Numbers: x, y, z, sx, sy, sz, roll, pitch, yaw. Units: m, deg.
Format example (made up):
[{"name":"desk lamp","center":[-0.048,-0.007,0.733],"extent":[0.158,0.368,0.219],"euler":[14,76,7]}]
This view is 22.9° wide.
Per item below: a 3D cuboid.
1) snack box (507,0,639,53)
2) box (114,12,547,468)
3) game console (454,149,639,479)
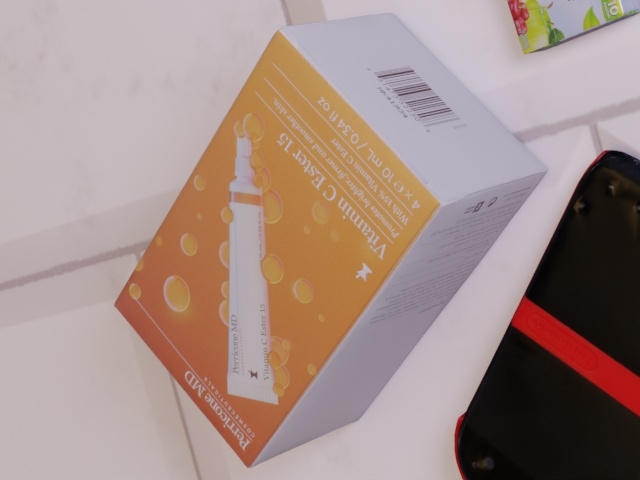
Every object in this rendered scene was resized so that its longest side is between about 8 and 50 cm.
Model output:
[{"name":"snack box","center":[0.192,-0.235,1.282],"extent":[0.100,0.037,0.141],"euler":[-19,89,39]},{"name":"box","center":[0.000,0.000,1.410],"extent":[0.215,0.168,0.345],"euler":[48,126,20]},{"name":"game console","center":[0.309,0.160,1.280],"extent":[0.386,0.060,0.342],"euler":[36,115,26]}]
